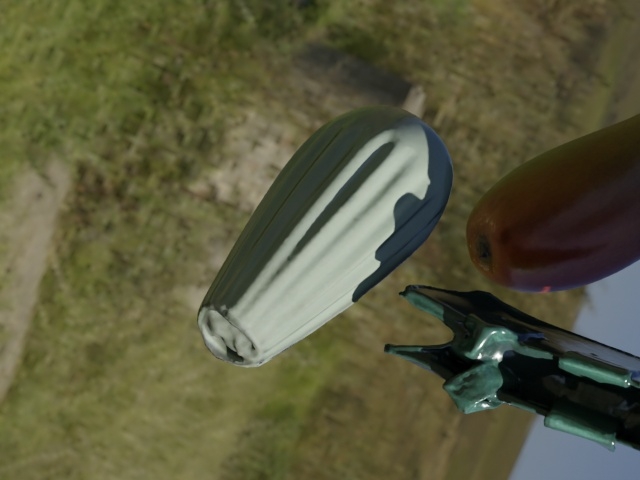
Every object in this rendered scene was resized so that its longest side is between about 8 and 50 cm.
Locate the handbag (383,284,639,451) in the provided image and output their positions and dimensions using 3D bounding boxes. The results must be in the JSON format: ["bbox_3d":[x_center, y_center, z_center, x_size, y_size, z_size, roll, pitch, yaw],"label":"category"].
[{"bbox_3d":[0.227,0.127,1.240,0.238,0.326,0.089,19,93,-67],"label":"handbag"}]

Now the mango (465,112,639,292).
[{"bbox_3d":[0.268,-0.043,1.481,0.289,0.129,0.146,-31,-170,-7],"label":"mango"}]

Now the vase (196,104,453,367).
[{"bbox_3d":[0.000,0.000,1.259,0.248,0.128,0.128,-47,165,-31],"label":"vase"}]
